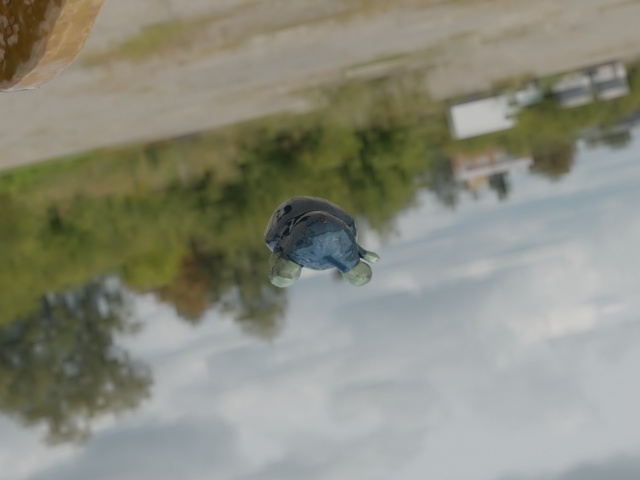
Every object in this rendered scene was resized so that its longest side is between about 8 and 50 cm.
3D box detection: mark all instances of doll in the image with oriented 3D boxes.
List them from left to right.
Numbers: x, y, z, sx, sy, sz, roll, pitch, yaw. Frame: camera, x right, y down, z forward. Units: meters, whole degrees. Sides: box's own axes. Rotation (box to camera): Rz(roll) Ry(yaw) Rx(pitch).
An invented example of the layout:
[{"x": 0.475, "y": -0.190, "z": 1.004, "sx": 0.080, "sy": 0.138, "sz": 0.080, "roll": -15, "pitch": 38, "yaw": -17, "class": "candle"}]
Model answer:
[{"x": 0.000, "y": 0.000, "z": 1.284, "sx": 0.076, "sy": 0.050, "sz": 0.083, "roll": 5, "pitch": -165, "yaw": -13, "class": "doll"}]

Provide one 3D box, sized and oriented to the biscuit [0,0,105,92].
[{"x": -0.290, "y": -0.316, "z": 1.524, "sx": 0.365, "sy": 0.385, "sz": 0.062, "roll": 33, "pitch": -141, "yaw": 28, "class": "biscuit"}]
